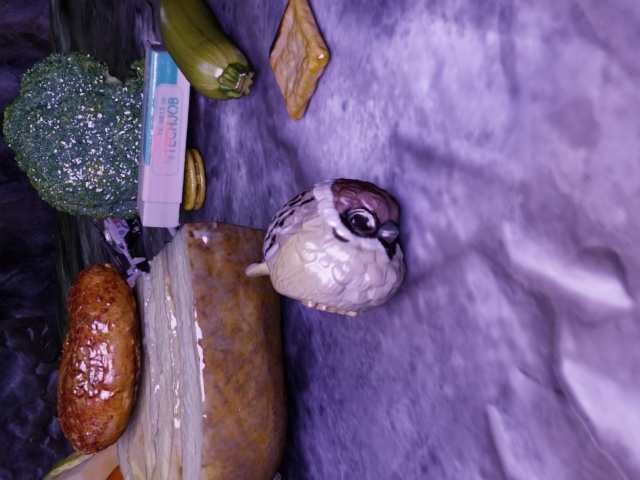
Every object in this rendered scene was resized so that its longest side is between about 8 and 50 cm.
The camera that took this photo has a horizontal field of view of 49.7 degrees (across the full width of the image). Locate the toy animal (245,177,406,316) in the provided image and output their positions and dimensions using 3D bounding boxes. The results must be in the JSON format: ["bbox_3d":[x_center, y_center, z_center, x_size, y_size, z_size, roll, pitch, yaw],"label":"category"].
[{"bbox_3d":[0.000,0.000,0.490,0.137,0.098,0.098,11,106,44],"label":"toy animal"}]

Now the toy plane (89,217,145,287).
[{"bbox_3d":[-0.376,0.002,1.311,0.197,0.078,0.053,61,147,13],"label":"toy plane"}]

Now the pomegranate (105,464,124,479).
[{"bbox_3d":[-0.165,0.336,0.792,0.209,0.209,0.209,22,114,62],"label":"pomegranate"}]

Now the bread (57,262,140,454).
[{"bbox_3d":[-0.231,0.119,0.699,0.193,0.064,0.193,-10,78,61],"label":"bread"}]

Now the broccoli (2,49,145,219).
[{"bbox_3d":[-0.331,-0.156,1.037,0.241,0.261,0.269,-84,-17,-44],"label":"broccoli"}]

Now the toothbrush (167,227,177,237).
[{"bbox_3d":[-0.246,-0.049,1.083,0.020,0.025,0.286,110,145,-42],"label":"toothbrush"}]

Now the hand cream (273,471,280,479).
[{"bbox_3d":[-0.034,0.342,0.651,0.257,0.084,0.050,-124,16,-47],"label":"hand cream"}]

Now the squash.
[{"bbox_3d":[-0.134,-0.216,0.765,0.258,0.069,0.069,-122,36,-44],"label":"squash"}]

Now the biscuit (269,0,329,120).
[{"bbox_3d":[-0.019,-0.158,0.592,0.083,0.018,0.081,121,136,-52],"label":"biscuit"}]

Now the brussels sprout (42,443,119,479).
[{"bbox_3d":[-0.322,0.450,1.074,0.227,0.259,0.294,-74,0,-65],"label":"brussels sprout"}]

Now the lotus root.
[{"bbox_3d":[-0.101,0.147,0.677,0.267,0.149,0.260,-36,59,55],"label":"lotus root"}]

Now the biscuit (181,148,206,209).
[{"bbox_3d":[-0.174,-0.082,0.926,0.084,0.023,0.084,175,90,-66],"label":"biscuit"}]

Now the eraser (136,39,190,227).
[{"bbox_3d":[-0.205,-0.138,0.895,0.095,0.052,0.225,-134,49,-61],"label":"eraser"}]
